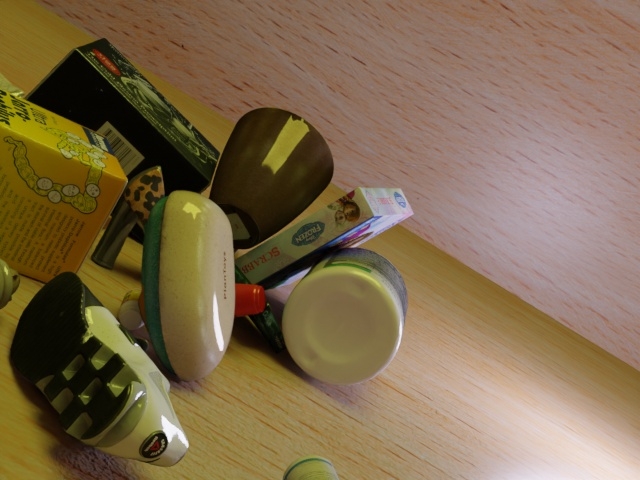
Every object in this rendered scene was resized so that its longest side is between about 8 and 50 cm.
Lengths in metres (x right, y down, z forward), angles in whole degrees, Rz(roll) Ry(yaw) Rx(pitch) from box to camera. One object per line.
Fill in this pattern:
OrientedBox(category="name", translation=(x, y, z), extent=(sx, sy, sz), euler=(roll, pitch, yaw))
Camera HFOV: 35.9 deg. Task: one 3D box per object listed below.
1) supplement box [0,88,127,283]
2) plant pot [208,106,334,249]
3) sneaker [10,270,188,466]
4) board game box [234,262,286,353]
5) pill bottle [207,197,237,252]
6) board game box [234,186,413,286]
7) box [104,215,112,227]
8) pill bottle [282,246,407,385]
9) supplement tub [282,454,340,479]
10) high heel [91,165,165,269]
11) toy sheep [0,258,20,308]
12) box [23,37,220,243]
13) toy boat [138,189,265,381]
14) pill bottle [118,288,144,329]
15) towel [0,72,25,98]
OrientedBox(category="supplement box", translation=(-0.489, -0.108, 1.408), extent=(0.356, 0.195, 0.194), euler=(25, 14, -31))
OrientedBox(category="plant pot", translation=(-0.116, -0.095, 1.841), extent=(0.215, 0.215, 0.230), euler=(31, 47, -1))
OrientedBox(category="sneaker", translation=(-0.256, 0.158, 1.153), extent=(0.146, 0.122, 0.330), euler=(45, -1, -40))
OrientedBox(category="board game box", translation=(-0.126, 0.098, 1.698), extent=(0.186, 0.026, 0.126), euler=(47, -14, 40))
OrientedBox(category="pill bottle", translation=(-0.198, -0.035, 2.015), extent=(0.121, 0.121, 0.221), euler=(31, 12, 0))
OrientedBox(category="board game box", translation=(0.000, 0.000, 1.920), extent=(0.066, 0.318, 0.318), euler=(62, 18, 6))
OrientedBox(category="box", translation=(-0.436, -0.054, 1.730), extent=(0.081, 0.028, 0.136), euler=(35, 11, 17))
OrientedBox(category="pill bottle", translation=(0.055, 0.121, 1.793), extent=(0.204, 0.204, 0.361), euler=(32, 10, 2))
OrientedBox(category="supplement tub", translation=(-0.003, 0.315, 1.191), extent=(0.071, 0.071, 0.107), euler=(26, 12, -22))
OrientedBox(category="high heel", translation=(-0.231, -0.008, 1.658), extent=(0.261, 0.186, 0.093), euler=(23, 13, -35))
OrientedBox(category="toy sheep", translation=(-0.425, 0.051, 1.197), extent=(0.132, 0.091, 0.091), euler=(-5, 35, -45))
OrientedBox(category="box", translation=(-0.380, -0.203, 1.914), extent=(0.343, 0.179, 0.312), euler=(45, 8, -13))
OrientedBox(category="toy boat", translation=(-0.190, 0.076, 1.453), extent=(0.148, 0.268, 0.318), euler=(-3, -11, 12))
OrientedBox(category="pill bottle", translation=(-0.273, 0.103, 1.450), extent=(0.043, 0.043, 0.083), euler=(29, 12, -11))
OrientedBox(category="towel", translation=(-0.715, -0.292, 1.685), extent=(0.331, 0.053, 0.317), euler=(-11, 39, -42))
